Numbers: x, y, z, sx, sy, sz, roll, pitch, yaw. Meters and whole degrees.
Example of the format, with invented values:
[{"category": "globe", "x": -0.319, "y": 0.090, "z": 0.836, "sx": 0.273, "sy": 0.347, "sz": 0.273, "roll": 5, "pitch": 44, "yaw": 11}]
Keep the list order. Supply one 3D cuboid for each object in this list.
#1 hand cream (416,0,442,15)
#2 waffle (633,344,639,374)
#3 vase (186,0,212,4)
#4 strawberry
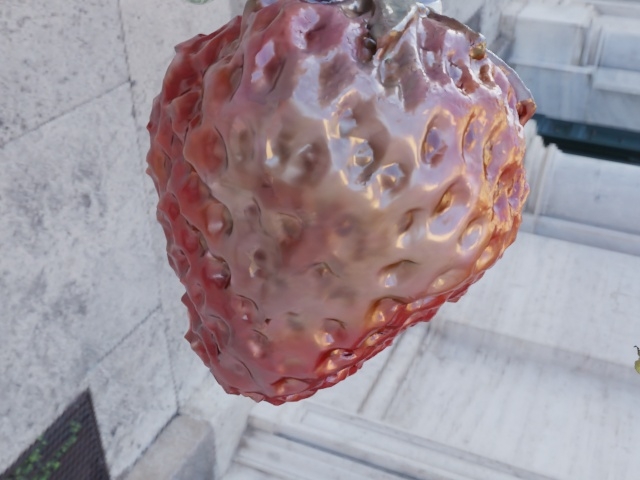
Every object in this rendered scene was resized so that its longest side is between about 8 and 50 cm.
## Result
[{"category": "hand cream", "x": 0.115, "y": -0.161, "z": 0.891, "sx": 0.095, "sy": 0.059, "sz": 0.276, "roll": -29, "pitch": 122, "yaw": -41}, {"category": "waffle", "x": 0.511, "y": 0.134, "z": 0.938, "sx": 0.058, "sy": 0.281, "sz": 0.301, "roll": -137, "pitch": -150, "yaw": -71}, {"category": "vase", "x": -0.273, "y": -0.670, "z": 1.892, "sx": 0.248, "sy": 0.128, "sz": 0.128, "roll": -20, "pitch": -133, "yaw": 63}, {"category": "strawberry", "x": 0.000, "y": 0.000, "z": 0.528, "sx": 0.149, "sy": 0.265, "sz": 0.336, "roll": -91, "pitch": -160, "yaw": -57}]
